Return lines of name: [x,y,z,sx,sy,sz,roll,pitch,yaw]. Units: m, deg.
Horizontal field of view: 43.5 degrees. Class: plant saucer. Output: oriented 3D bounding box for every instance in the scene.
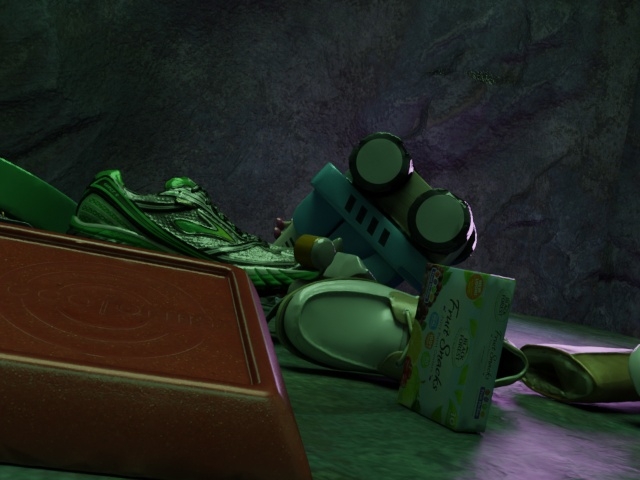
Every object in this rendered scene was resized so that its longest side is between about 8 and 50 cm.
plant saucer: [-0.143,0.056,0.527,0.258,0.047,0.259,11,16,-15]

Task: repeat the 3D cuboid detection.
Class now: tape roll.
tape roll: [-0.544,-0.056,1.410,0.321,0.077,0.321,23,-19,8]

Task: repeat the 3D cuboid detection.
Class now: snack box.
snack box: [0.125,0.097,0.752,0.037,0.141,0.100,12,-1,-28]

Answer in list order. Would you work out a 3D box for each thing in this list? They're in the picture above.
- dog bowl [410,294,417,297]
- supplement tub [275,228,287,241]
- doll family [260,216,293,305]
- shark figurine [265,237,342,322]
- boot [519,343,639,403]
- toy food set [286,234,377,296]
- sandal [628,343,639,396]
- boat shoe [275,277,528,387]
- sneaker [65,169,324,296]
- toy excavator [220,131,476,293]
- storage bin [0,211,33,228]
dog bowl: [0.221,0.153,1.496,0.166,0.074,0.297,11,-1,2]
supplement tub: [0.018,0.055,1.861,0.194,0.193,0.316,11,-1,15]
doll family: [-0.018,0.056,1.638,0.163,0.263,0.118,-1,-43,18]
shark figurine: [0.003,0.115,1.235,0.116,0.166,0.278,36,-13,13]
boot: [0.434,0.193,1.057,0.270,0.089,0.236,8,-1,-34]
toy food set: [0.052,0.091,1.012,0.105,0.111,0.232,11,-31,42]
sandal: [0.574,0.173,0.961,0.416,0.102,0.169,3,46,-17]
boat shoe: [0.101,0.108,0.911,0.302,0.113,0.103,12,-6,-26]
sneaker: [-0.156,-0.009,1.067,0.344,0.146,0.134,14,-9,-9]
toy excavator: [0.000,0.000,1.460,0.433,0.445,0.222,45,3,14]
storage bin: [-0.528,0.003,1.264,0.135,0.098,0.091,11,-11,-26]
